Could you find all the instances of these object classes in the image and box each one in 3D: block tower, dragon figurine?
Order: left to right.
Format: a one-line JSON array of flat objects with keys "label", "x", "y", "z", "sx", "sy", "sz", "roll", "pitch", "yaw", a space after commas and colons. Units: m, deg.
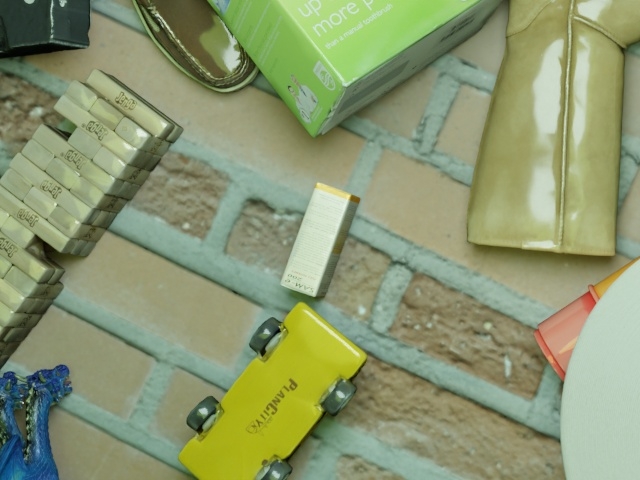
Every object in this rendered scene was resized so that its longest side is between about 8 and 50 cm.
[{"label": "dragon figurine", "x": -0.289, "y": 0.227, "z": 1.645, "sx": 0.085, "sy": 0.289, "sz": 0.144, "roll": -15, "pitch": 115, "yaw": 29}, {"label": "block tower", "x": -0.271, "y": 0.001, "z": 1.704, "sx": 0.097, "sy": 0.091, "sz": 0.335, "roll": 37, "pitch": 94, "yaw": 10}]

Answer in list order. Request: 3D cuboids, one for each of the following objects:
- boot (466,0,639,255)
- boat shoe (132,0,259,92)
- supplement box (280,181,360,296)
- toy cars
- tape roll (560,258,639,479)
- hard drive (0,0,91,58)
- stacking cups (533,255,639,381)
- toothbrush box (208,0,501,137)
[{"label": "boot", "x": 0.257, "y": -0.118, "z": 1.623, "sx": 0.236, "sy": 0.089, "sz": 0.269, "roll": 6, "pitch": 89, "yaw": 20}, {"label": "boat shoe", "x": -0.145, "y": -0.249, "z": 1.687, "sx": 0.095, "sy": 0.095, "sz": 0.257, "roll": -34, "pitch": 83, "yaw": 7}, {"label": "supplement box", "x": 0.000, "y": 0.000, "z": 1.671, "sx": 0.036, "sy": 0.062, "sz": 0.098, "roll": 20, "pitch": 91, "yaw": 9}, {"label": "toy cars", "x": -0.032, "y": 0.250, "z": 1.661, "sx": 0.176, "sy": 0.087, "sz": 0.394, "roll": -2, "pitch": 91, "yaw": 15}, {"label": "tape roll", "x": 0.372, "y": 0.167, "z": 1.456, "sx": 0.392, "sy": 0.072, "sz": 0.392, "roll": 8, "pitch": 105, "yaw": 33}, {"label": "hard drive", "x": -0.317, "y": -0.335, "z": 1.699, "sx": 0.237, "sy": 0.064, "sz": 0.339, "roll": -3, "pitch": 88, "yaw": 32}, {"label": "stacking cups", "x": 0.332, "y": 0.017, "z": 1.609, "sx": 0.316, "sy": 0.096, "sz": 0.096, "roll": -32, "pitch": 83, "yaw": 12}, {"label": "toothbrush box", "x": 0.000, "y": -0.268, "z": 1.611, "sx": 0.206, "sy": 0.122, "sz": 0.283, "roll": -33, "pitch": 80, "yaw": -22}]
